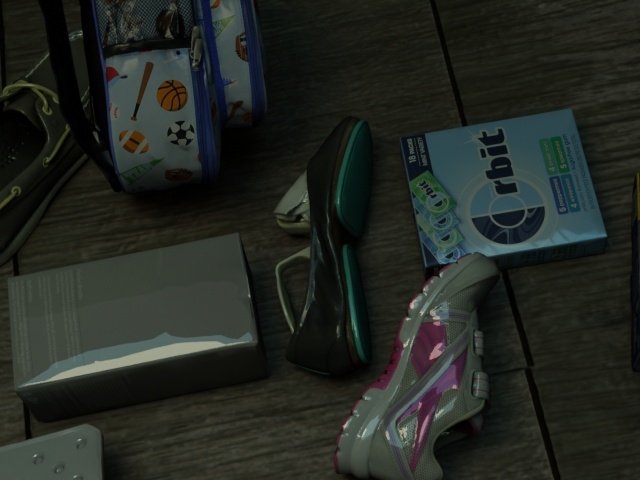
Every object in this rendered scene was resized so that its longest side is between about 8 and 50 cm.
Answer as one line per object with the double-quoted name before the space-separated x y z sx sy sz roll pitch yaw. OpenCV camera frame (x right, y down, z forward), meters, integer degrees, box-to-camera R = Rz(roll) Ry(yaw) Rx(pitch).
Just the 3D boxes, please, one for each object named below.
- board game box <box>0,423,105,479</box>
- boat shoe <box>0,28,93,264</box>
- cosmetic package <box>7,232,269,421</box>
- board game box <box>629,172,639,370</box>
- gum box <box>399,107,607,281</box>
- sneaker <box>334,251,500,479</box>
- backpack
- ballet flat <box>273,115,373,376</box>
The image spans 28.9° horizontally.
"board game box" -0.356 0.363 1.034 0.390 0.050 0.390 -16 42 3
"boat shoe" -0.312 -0.113 1.334 0.109 0.091 0.305 21 67 15
"cosmetic package" -0.177 0.086 1.216 0.238 0.107 0.127 -8 62 -2
"board game box" 0.403 0.034 1.207 0.194 0.060 0.194 4 63 6
"gum box" 0.185 -0.048 1.280 0.184 0.041 0.157 -9 63 2
"sneaker" 0.115 0.130 1.171 0.111 0.103 0.252 27 75 13
"backpack" -0.160 -0.180 1.261 0.213 0.276 0.263 0 95 -2
"ballet flat" 0.000 0.000 1.249 0.096 0.095 0.280 -6 62 16
